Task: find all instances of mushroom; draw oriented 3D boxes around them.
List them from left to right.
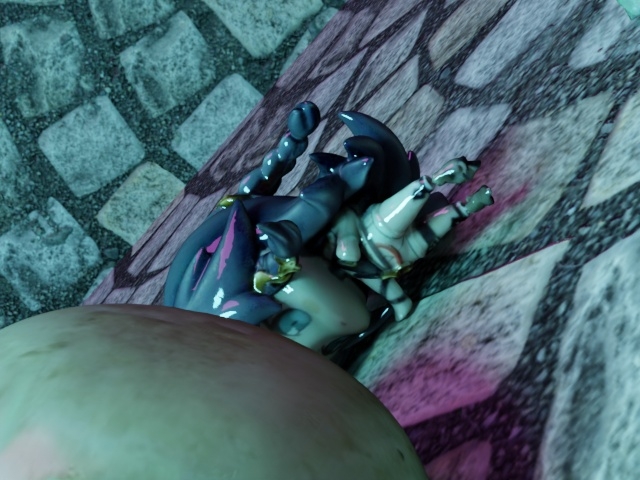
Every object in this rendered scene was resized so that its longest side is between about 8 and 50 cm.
[{"bbox_3d":[-0.087,0.186,0.606,0.292,0.293,0.290,-138,58,-75],"label":"mushroom"}]

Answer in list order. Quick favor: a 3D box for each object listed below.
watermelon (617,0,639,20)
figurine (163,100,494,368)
[{"bbox_3d":[0.320,-0.312,0.820,0.310,0.193,0.232,-34,-2,11],"label":"watermelon"},{"bbox_3d":[-0.004,0.012,0.881,0.265,0.175,0.197,-43,23,1],"label":"figurine"}]
